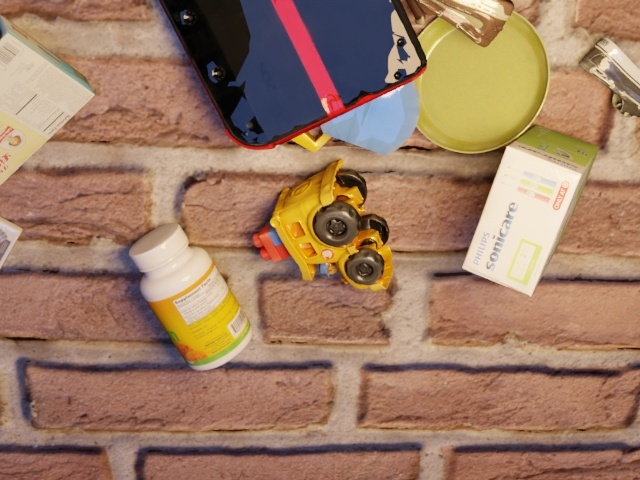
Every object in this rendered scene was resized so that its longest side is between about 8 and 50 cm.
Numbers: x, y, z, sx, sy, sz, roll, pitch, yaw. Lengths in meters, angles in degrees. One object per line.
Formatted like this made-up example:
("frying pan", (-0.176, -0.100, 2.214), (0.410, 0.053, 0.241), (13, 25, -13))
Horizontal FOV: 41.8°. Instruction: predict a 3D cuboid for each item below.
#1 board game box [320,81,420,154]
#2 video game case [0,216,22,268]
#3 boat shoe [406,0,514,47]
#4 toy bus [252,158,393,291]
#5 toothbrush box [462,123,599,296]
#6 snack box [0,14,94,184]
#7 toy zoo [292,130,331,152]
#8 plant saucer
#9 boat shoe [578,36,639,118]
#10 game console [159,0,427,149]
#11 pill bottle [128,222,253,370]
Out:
("board game box", (0.079, -0.223, 1.382), (0.169, 0.033, 0.133), (18, 109, -12))
("video game case", (-0.650, 0.014, 1.484), (0.173, 0.022, 0.190), (31, 108, -15))
("boat shoe", (0.167, -0.382, 1.308), (0.257, 0.095, 0.095), (29, 118, 6))
("toy bus", (0.000, 0.000, 1.464), (0.211, 0.149, 0.220), (-22, 116, 20))
("toothbrush box", (0.348, -0.060, 1.365), (0.122, 0.283, 0.206), (24, 112, 17))
("snack box", (-0.540, -0.184, 1.326), (0.322, 0.060, 0.187), (-41, 144, 9))
("toy zoo", (-0.010, -0.278, 1.387), (0.192, 0.030, 0.293), (39, 110, -18))
("plant saucer", (0.253, -0.261, 1.362), (0.241, 0.037, 0.241), (0, 90, 24))
("boat shoe", (0.529, -0.247, 1.423), (0.219, 0.078, 0.070), (41, 104, -10))
("game console", (-0.063, -0.362, 1.299), (0.342, 0.060, 0.386), (-25, 103, 11))
("pill bottle", (-0.234, 0.097, 1.484), (0.136, 0.136, 0.245), (-25, 112, 7))
